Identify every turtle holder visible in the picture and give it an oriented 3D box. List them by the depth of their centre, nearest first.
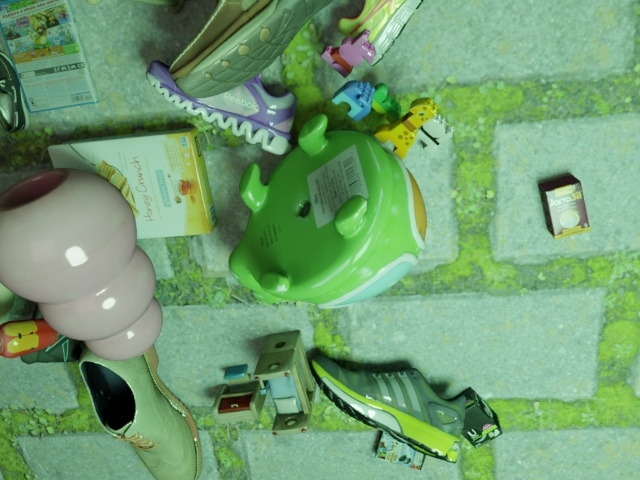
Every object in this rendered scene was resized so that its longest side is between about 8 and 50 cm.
[{"bbox_3d":[0.013,0.005,0.766,0.227,0.243,0.320,23,106,-44],"label":"turtle holder"}]

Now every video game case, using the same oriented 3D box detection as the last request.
[{"bbox_3d":[-0.425,-0.291,0.819,0.119,0.015,0.166,-6,111,9],"label":"video game case"}]

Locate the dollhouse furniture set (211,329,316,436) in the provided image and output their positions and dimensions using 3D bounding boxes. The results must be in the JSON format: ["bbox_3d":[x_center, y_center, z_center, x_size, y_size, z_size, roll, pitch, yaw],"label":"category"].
[{"bbox_3d":[-0.117,0.263,0.941,0.184,0.129,0.129,-11,110,10],"label":"dollhouse furniture set"}]

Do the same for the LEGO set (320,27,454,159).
[{"bbox_3d":[0.107,-0.190,0.719,0.227,0.087,0.093,36,140,-23],"label":"LEGO set"}]

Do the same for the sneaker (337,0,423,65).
[{"bbox_3d":[0.099,-0.346,0.704,0.094,0.081,0.208,36,111,-6],"label":"sneaker"}]

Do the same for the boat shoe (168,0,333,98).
[{"bbox_3d":[-0.081,-0.320,0.694,0.324,0.123,0.116,-44,88,-6],"label":"boat shoe"}]

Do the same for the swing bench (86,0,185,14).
[{"bbox_3d":[-0.167,-0.413,0.614,0.255,0.253,0.165,-28,106,17],"label":"swing bench"}]

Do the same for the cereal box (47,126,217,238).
[{"bbox_3d":[-0.305,-0.088,0.867,0.240,0.047,0.173,-5,113,8],"label":"cereal box"}]

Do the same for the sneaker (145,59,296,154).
[{"bbox_3d":[-0.136,-0.220,0.780,0.236,0.095,0.104,24,105,-8],"label":"sneaker"}]

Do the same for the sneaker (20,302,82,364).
[{"bbox_3d":[-0.462,0.117,0.955,0.106,0.101,0.267,17,116,-20],"label":"sneaker"}]

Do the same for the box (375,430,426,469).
[{"bbox_3d":[0.165,0.371,1.007,0.094,0.027,0.137,14,112,2],"label":"box"}]

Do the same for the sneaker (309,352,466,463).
[{"bbox_3d":[0.119,0.274,0.940,0.300,0.121,0.111,27,156,10],"label":"sneaker"}]

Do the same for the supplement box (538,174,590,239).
[{"bbox_3d":[0.375,-0.051,0.809,0.055,0.043,0.083,-17,108,14],"label":"supplement box"}]

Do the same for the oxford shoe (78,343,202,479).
[{"bbox_3d":[-0.346,0.341,0.987,0.141,0.146,0.397,-18,109,12],"label":"oxford shoe"}]

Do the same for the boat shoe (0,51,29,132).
[{"bbox_3d":[-0.505,-0.235,0.837,0.046,0.038,0.125,-1,111,7],"label":"boat shoe"}]

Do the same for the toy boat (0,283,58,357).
[{"bbox_3d":[-0.566,0.092,0.855,0.318,0.148,0.267,32,113,32],"label":"toy boat"}]

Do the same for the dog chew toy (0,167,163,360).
[{"bbox_3d":[-0.355,0.057,0.815,0.207,0.206,0.331,-11,126,10],"label":"dog chew toy"}]

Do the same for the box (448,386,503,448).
[{"bbox_3d":[0.280,0.325,0.963,0.062,0.052,0.083,-39,102,18],"label":"box"}]
